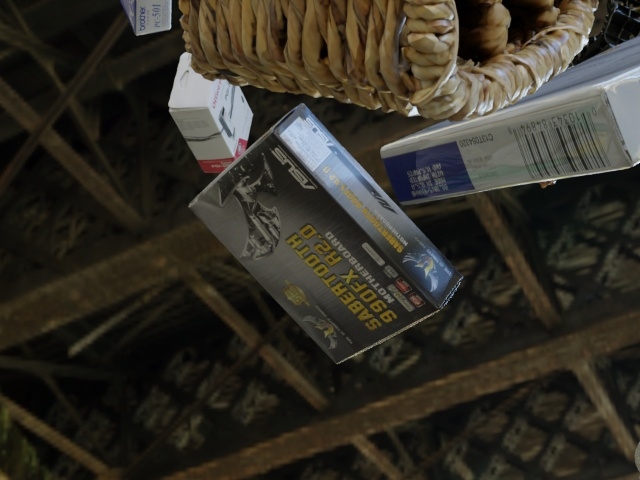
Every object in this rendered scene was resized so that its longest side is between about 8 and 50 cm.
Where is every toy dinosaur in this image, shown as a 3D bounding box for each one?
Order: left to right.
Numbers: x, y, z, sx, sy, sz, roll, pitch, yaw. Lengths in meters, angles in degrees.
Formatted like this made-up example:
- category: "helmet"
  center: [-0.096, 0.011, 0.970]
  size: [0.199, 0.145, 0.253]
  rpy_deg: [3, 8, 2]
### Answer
- category: "toy dinosaur"
  center: [0.260, -0.220, 1.333]
  size: [0.164, 0.322, 0.218]
  rpy_deg: [-12, -17, -25]

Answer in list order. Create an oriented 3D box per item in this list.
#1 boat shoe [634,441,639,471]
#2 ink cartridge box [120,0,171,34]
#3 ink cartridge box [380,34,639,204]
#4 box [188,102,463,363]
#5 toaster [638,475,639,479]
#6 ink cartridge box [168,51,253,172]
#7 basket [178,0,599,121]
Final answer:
- category: "boat shoe"
  center: [0.387, 0.166, 1.056]
  size: [0.206, 0.075, 0.065]
  rpy_deg: [-30, -12, 15]
- category: "ink cartridge box"
  center: [-0.197, -0.337, 1.274]
  size: [0.046, 0.097, 0.207]
  rpy_deg: [-14, -36, -19]
- category: "ink cartridge box"
  center: [0.262, -0.127, 0.973]
  size: [0.330, 0.071, 0.324]
  rpy_deg: [-24, 6, -23]
- category: "box"
  center: [0.000, 0.000, 1.141]
  size: [0.231, 0.056, 0.183]
  rpy_deg: [48, -39, -7]
- category: "toaster"
  center: [0.306, 0.264, 0.874]
  size: [0.129, 0.146, 0.227]
  rpy_deg: [4, -85, -5]
- category: "ink cartridge box"
  center: [-0.140, -0.166, 1.502]
  size: [0.056, 0.099, 0.135]
  rpy_deg: [-1, -32, 17]
- category: "basket"
  center: [0.059, -0.216, 0.511]
  size: [0.213, 0.223, 0.299]
  rpy_deg: [-14, -73, -28]
